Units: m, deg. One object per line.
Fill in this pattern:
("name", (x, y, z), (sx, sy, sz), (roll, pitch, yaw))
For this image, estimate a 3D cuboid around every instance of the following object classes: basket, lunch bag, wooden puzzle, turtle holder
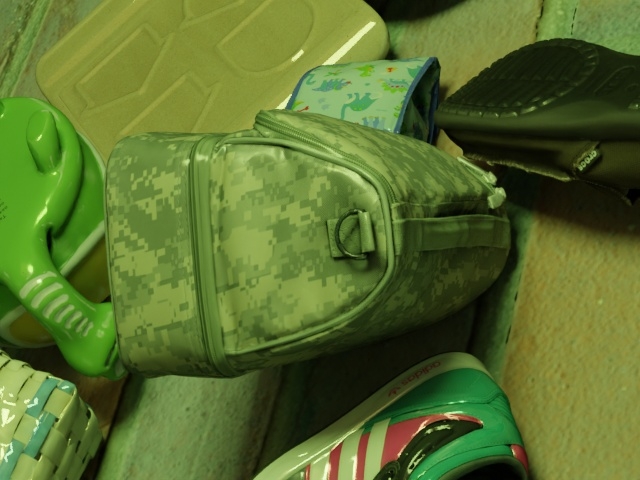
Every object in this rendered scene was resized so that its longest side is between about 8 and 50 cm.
("basket", (-0.374, 0.201, 1.518), (0.289, 0.201, 0.255), (19, 66, 10))
("lunch bag", (0.041, -0.120, 1.556), (0.129, 0.096, 0.151), (-1, 47, 19))
("lunch bag", (0.000, 0.000, 1.358), (0.256, 0.305, 0.212), (-2, 90, 24))
("wooden puzzle", (-0.118, -0.186, 1.760), (0.322, 0.080, 0.348), (-42, 48, 0))
("turtle holder", (-0.284, -0.005, 1.620), (0.320, 0.227, 0.243), (8, 61, 39))

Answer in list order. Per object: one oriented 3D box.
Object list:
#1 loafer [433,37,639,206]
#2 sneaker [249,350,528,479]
("loafer", (0.236, -0.082, 1.362), (0.134, 0.130, 0.366), (-38, 26, -24))
("sneaker", (0.049, 0.232, 1.277), (0.295, 0.124, 0.178), (-40, 34, 1))
